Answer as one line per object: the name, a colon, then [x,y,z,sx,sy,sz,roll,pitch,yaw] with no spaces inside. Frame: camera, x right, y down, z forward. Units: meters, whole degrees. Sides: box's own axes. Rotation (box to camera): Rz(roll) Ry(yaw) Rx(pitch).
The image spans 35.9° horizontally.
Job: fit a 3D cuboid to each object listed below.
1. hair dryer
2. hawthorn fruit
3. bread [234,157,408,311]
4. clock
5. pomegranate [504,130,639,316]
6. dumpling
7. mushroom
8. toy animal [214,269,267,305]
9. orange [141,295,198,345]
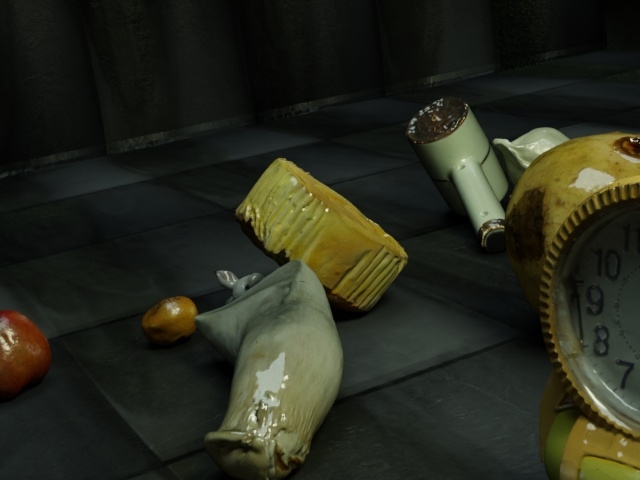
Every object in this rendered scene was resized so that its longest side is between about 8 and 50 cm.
hair dryer: [0.272,-0.086,1.738,0.128,0.203,0.362,-28,35,11]
hawthorn fruit: [-0.431,0.147,1.330,0.125,0.140,0.125,-21,-14,-6]
bread: [0.000,0.000,1.419,0.250,0.133,0.179,32,14,-32]
clock: [0.307,0.096,0.816,0.200,0.317,0.244,-13,15,-40]
pomegranate: [0.369,-0.008,1.242,0.281,0.281,0.281,-7,16,2]
dumpling: [0.430,-0.140,1.853,0.250,0.132,0.162,18,-5,-11]
mushroom: [-0.054,0.146,1.151,0.177,0.126,0.397,-25,17,0]
toy animal: [-0.091,0.075,1.493,0.124,0.071,0.085,-10,17,-9]
orange: [-0.215,0.119,1.417,0.086,0.062,0.086,-23,-21,-9]
